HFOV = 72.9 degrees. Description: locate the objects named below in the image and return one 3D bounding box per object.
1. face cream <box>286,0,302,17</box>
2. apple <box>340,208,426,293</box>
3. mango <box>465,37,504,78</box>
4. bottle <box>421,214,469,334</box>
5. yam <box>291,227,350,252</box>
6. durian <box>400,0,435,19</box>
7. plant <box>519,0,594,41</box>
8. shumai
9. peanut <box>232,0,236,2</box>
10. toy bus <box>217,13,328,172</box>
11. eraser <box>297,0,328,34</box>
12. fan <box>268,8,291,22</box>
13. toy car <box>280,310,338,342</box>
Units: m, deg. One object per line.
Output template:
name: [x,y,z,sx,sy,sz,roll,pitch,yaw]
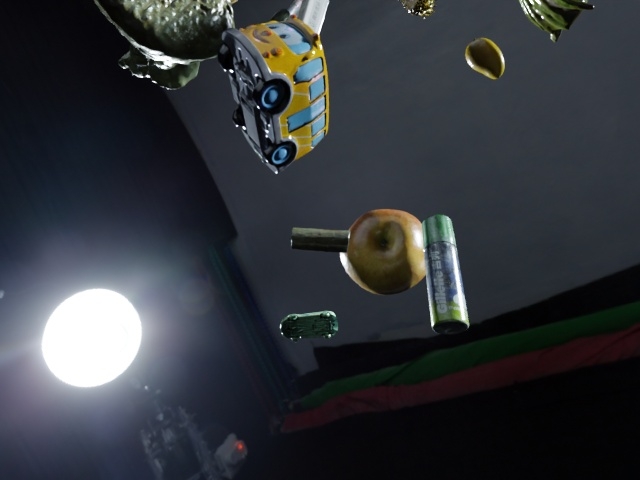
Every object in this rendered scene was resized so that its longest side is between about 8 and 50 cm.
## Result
face cream: [-0.098,-1.026,1.902,0.084,0.057,0.198,-35,-166,-23]
apple: [0.281,0.045,1.868,0.391,0.392,0.346,-25,167,-1]
mango: [0.583,-0.638,1.524,0.076,0.161,0.103,-29,166,-40]
bottle: [0.333,0.084,1.179,0.093,0.093,0.330,-23,-132,32]
yam: [0.000,0.000,1.245,0.169,0.069,0.068,2,-175,2]
durian: [0.232,-0.678,1.107,0.132,0.182,0.165,-34,140,6]
plant: [0.450,-0.573,0.975,0.333,0.180,0.251,5,-175,-5]
shumai: [-0.429,-0.576,1.132,0.324,0.397,0.323,-49,-171,-29]
peanut: [-0.298,-0.933,1.388,0.140,0.326,0.153,1,-162,-23]
toy bus: [-0.058,-0.219,0.644,0.136,0.126,0.210,-30,150,-17]
eraser: [-0.032,-0.867,1.641,0.089,0.352,0.061,25,161,-38]
fan: [-0.153,-0.839,1.706,0.294,0.012,0.223,-55,173,-3]
toy car: [-0.037,0.269,1.398,0.186,0.094,0.058,-5,-163,0]
